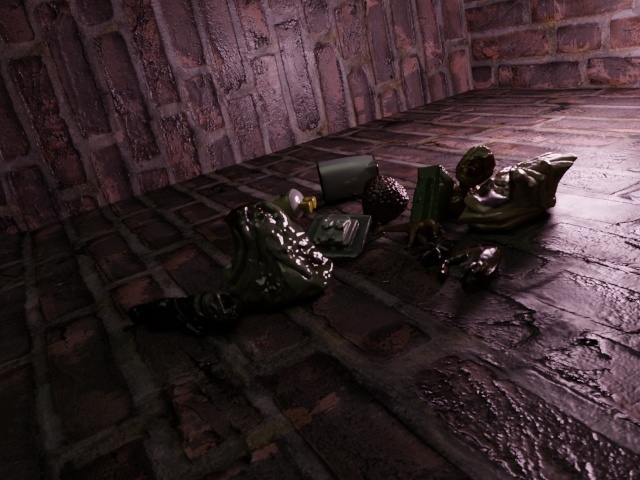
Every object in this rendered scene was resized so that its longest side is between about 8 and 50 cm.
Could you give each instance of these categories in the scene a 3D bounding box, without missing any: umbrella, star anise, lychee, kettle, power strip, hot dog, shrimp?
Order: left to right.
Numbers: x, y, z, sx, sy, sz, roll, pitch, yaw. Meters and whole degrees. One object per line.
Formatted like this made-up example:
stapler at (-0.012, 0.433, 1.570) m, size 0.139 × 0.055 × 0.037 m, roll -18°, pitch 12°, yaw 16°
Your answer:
umbrella at (-0.363, 0.192, 1.507) m, size 0.358 × 0.106 × 0.113 m, roll -10°, pitch 10°, yaw 29°
power strip at (0.043, -0.031, 1.752) m, size 0.199 × 0.064 × 0.213 m, roll 1°, pitch 39°, yaw 17°
kettle at (0.116, -0.248, 2.287) m, size 0.237 × 0.161 × 0.221 m, roll -13°, pitch -11°, yaw -1°
lychee at (0.196, -0.138, 1.908) m, size 0.198 × 0.165 × 0.165 m, roll 6°, pitch 22°, yaw 4°
star anise at (0.297, 0.033, 1.549) m, size 0.129 × 0.056 × 0.124 m, roll -9°, pitch 21°, yaw 49°
shrimp at (0.362, 0.063, 1.439) m, size 0.173 × 0.058 × 0.253 m, roll -8°, pitch 16°, yaw 37°
hot dog at (0.486, -0.220, 1.780) m, size 0.103 × 0.146 × 0.213 m, roll 38°, pitch 16°, yaw 14°

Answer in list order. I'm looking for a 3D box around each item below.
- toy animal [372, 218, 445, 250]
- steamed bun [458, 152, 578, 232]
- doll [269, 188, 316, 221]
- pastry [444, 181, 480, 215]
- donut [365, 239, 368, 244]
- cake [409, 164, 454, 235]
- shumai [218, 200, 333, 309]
toy animal at (0.267, -0.026, 1.711) m, size 0.149 × 0.054 × 0.275 m, roll -35°, pitch 27°, yaw -12°
steamed bun at (0.616, -0.166, 1.713) m, size 0.428 × 0.189 × 0.247 m, roll -27°, pitch 32°, yaw -34°
doll at (-0.160, -0.109, 2.142) m, size 0.297 × 0.117 × 0.141 m, roll -18°, pitch 23°, yaw 26°
pastry at (0.454, -0.131, 1.851) m, size 0.154 × 0.081 × 0.153 m, roll -5°, pitch 28°, yaw 2°
donut at (0.098, -0.002, 1.786) m, size 0.067 × 0.037 × 0.083 m, roll -29°, pitch 27°, yaw -29°
cake at (0.331, -0.129, 1.779) m, size 0.100 × 0.099 × 0.235 m, roll -4°, pitch 47°, yaw 41°
shumai at (-0.138, 0.019, 1.556) m, size 0.304 × 0.263 × 0.309 m, roll 1°, pitch 24°, yaw 37°
